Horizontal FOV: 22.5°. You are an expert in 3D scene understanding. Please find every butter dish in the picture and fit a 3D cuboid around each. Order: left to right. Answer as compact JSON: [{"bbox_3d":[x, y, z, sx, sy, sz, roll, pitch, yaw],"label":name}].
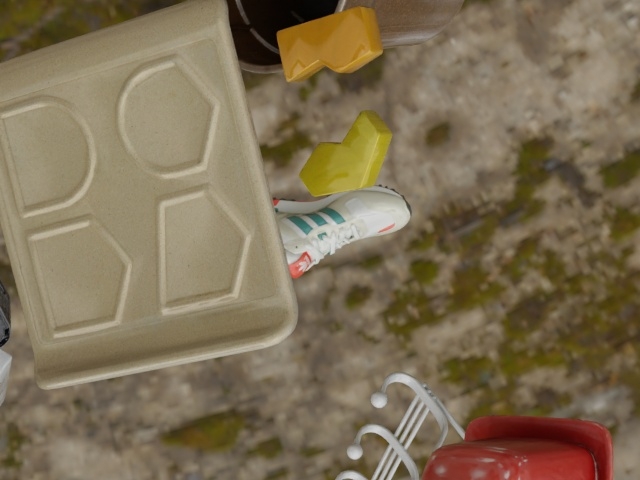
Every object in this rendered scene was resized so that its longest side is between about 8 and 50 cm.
[{"bbox_3d":[0.114,0.199,1.115,0.118,0.160,0.160,10,171,-34],"label":"butter dish"}]

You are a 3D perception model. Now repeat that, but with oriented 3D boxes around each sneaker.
[{"bbox_3d":[0.000,0.000,1.390,0.161,0.075,0.057,-5,140,14],"label":"sneaker"}]

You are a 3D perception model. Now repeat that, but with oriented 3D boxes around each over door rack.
[{"bbox_3d":[0.149,0.327,1.778,0.108,0.324,0.239,-36,160,-36],"label":"over door rack"}]

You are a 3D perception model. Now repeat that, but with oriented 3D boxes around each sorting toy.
[{"bbox_3d":[-0.083,-0.038,1.047,0.307,0.229,0.041,-13,178,28],"label":"sorting toy"}]

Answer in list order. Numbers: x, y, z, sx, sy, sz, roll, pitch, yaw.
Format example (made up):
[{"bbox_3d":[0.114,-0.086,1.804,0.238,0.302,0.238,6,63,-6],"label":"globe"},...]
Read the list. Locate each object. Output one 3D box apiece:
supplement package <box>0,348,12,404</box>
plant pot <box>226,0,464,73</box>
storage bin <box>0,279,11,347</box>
[{"bbox_3d":[-0.414,0.121,1.296,0.262,0.204,0.145,33,158,-2],"label":"supplement package"},{"bbox_3d":[0.015,-0.205,1.182,0.165,0.167,0.167,-5,138,-47],"label":"plant pot"},{"bbox_3d":[-0.451,0.081,1.821,0.180,0.084,0.122,-22,116,0],"label":"storage bin"}]
